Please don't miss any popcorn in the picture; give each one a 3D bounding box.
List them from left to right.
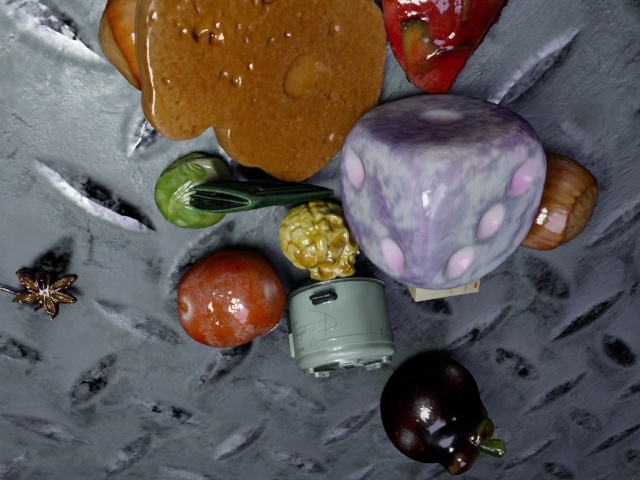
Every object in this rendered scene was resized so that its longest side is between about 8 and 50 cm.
[{"bbox_3d":[0.000,0.000,0.932,0.179,0.170,0.180,-3,94,-45],"label":"popcorn"}]

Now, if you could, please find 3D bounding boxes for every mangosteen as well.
[{"bbox_3d":[0.310,0.479,1.210,0.296,0.314,0.297,-6,135,-6],"label":"mangosteen"}]

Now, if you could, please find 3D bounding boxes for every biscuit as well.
[{"bbox_3d":[-0.059,-0.279,0.701,0.455,0.078,0.350,16,110,-46],"label":"biscuit"}]

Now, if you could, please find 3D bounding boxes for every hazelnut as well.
[{"bbox_3d":[-0.246,-0.316,0.686,0.181,0.182,0.182,-4,124,-7],"label":"hazelnut"},{"bbox_3d":[0.475,-0.085,0.957,0.214,0.176,0.215,0,89,8],"label":"hazelnut"}]

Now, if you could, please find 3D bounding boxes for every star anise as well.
[{"bbox_3d":[-0.628,0.109,0.961,0.190,0.070,0.098,13,93,-16],"label":"star anise"}]

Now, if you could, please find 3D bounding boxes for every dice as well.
[{"bbox_3d":[0.206,-0.094,0.803,0.269,0.270,0.272,-21,128,-20],"label":"dice"}]

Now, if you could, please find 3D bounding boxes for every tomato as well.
[{"bbox_3d":[-0.187,0.113,0.950,0.231,0.232,0.189,-10,108,-3],"label":"tomato"}]

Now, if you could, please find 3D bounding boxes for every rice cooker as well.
[{"bbox_3d":[0.043,0.181,1.010,0.241,0.227,0.280,-15,157,15],"label":"rice cooker"}]

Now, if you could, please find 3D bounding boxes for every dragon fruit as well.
[{"bbox_3d":[0.223,-0.420,0.707,0.281,0.100,0.344,21,115,-27],"label":"dragon fruit"}]

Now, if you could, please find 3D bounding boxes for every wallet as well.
[{"bbox_3d":[-0.101,-0.086,0.806,0.160,0.236,0.055,8,105,34],"label":"wallet"}]

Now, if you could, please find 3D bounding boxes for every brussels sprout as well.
[{"bbox_3d":[-0.243,-0.089,0.860,0.154,0.118,0.155,-1,124,-1],"label":"brussels sprout"}]

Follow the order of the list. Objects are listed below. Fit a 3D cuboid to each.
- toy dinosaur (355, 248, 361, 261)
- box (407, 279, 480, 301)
[{"bbox_3d":[0.075,0.025,1.041,0.047,0.031,0.083,7,122,-15],"label":"toy dinosaur"},{"bbox_3d":[0.292,0.026,1.039,0.167,0.095,0.212,-7,125,-3],"label":"box"}]
